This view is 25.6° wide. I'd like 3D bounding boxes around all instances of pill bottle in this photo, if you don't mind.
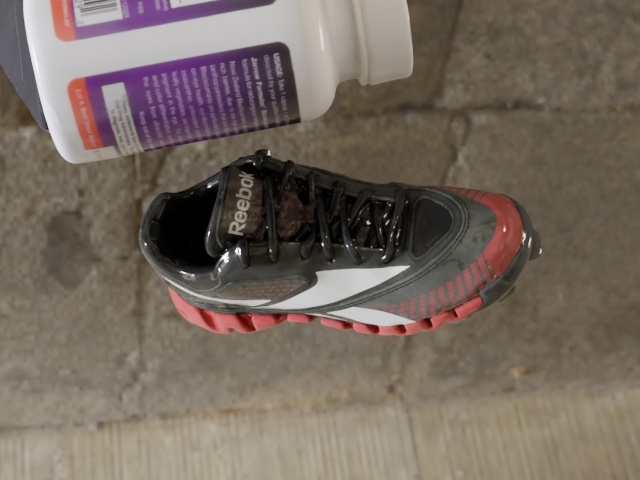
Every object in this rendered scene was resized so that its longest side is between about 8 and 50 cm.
[{"bbox_3d":[-0.053,-0.110,0.758,0.193,0.108,0.108,-10,146,-2],"label":"pill bottle"}]

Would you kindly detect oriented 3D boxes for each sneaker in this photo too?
[{"bbox_3d":[0.000,0.000,0.919,0.276,0.098,0.135,-3,153,26],"label":"sneaker"}]

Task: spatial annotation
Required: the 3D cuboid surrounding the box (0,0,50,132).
[{"bbox_3d":[-0.241,-0.450,1.426,0.297,0.472,0.480,-15,133,-21],"label":"box"}]
